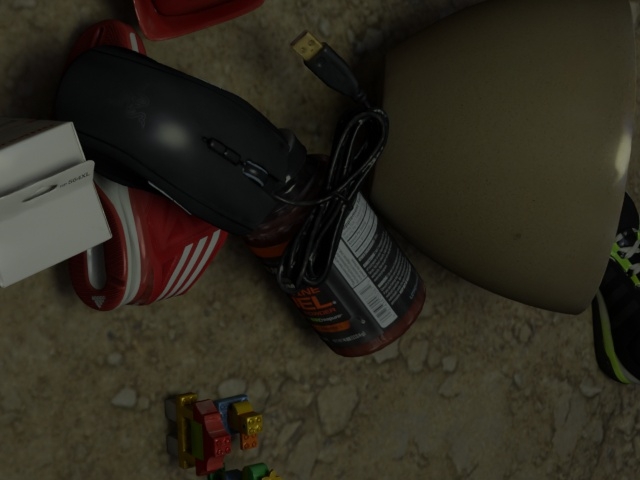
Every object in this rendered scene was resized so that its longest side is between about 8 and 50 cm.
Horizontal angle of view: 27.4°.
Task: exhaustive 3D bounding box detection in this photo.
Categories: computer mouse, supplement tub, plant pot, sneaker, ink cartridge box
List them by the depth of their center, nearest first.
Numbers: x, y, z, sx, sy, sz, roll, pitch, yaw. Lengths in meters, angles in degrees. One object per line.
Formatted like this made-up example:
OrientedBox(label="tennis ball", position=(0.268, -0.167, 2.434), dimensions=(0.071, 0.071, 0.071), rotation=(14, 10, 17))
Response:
OrientedBox(label="ink cartridge box", position=(-0.221, -0.029, 0.926), dimensions=(0.092, 0.143, 0.090), rotation=(-28, 112, -29))
OrientedBox(label="computer mouse", position=(-0.055, -0.091, 0.979), dimensions=(0.262, 0.060, 0.184), rotation=(34, 76, -26))
OrientedBox(label="sneaker", position=(-0.138, -0.058, 1.040), dimensions=(0.128, 0.087, 0.221), rotation=(-1, 95, -55))
OrientedBox(label="supplement tub", position=(0.000, 0.000, 1.114), dimensions=(0.106, 0.106, 0.198), rotation=(-48, 120, -21))
OrientedBox(label="plant pot", position=(0.142, -0.086, 1.134), dimensions=(0.190, 0.284, 0.284), rotation=(6, 94, 0))
OrientedBox(label="sneaker", position=(0.336, 0.049, 1.366), dimensions=(0.084, 0.097, 0.235), rotation=(-27, 111, -31))

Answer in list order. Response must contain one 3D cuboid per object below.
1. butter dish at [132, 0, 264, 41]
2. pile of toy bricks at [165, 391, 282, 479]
OrientedBox(label="butter dish", position=(-0.070, -0.246, 1.007), dimensions=(0.160, 0.118, 0.160), rotation=(-30, 115, -49))
OrientedBox(label="pile of toy bricks", position=(-0.061, 0.231, 1.100), dimensions=(0.118, 0.105, 0.212), rotation=(-9, 101, -35))
